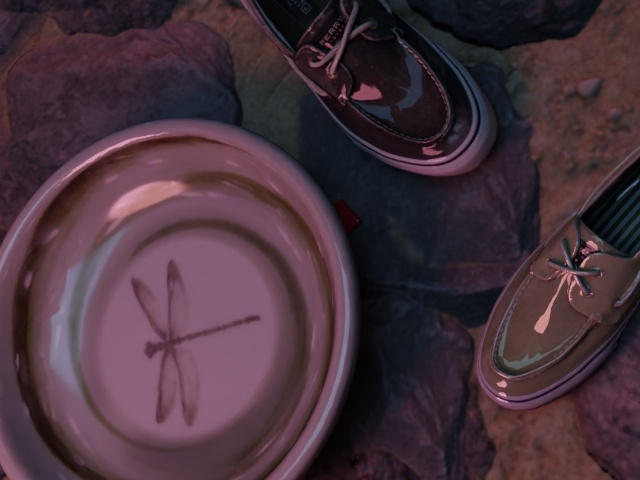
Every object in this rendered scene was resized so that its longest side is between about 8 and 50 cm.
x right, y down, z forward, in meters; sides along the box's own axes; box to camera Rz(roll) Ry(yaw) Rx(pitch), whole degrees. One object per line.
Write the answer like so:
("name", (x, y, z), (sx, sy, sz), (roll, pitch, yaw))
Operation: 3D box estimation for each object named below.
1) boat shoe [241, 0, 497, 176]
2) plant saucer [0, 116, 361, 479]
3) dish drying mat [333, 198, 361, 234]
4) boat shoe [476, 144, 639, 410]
("boat shoe", (0.017, -0.177, 1.340), (0.335, 0.119, 0.121), (41, 96, 28))
("plant saucer", (-0.132, 0.088, 1.352), (0.400, 0.100, 0.401), (-6, 75, 24))
("dish drying mat", (0.000, 0.000, 1.366), (0.083, 0.008, 0.032), (-45, 62, 8))
("boat shoe", (0.228, 0.010, 1.208), (0.109, 0.094, 0.302), (40, 95, 28))
